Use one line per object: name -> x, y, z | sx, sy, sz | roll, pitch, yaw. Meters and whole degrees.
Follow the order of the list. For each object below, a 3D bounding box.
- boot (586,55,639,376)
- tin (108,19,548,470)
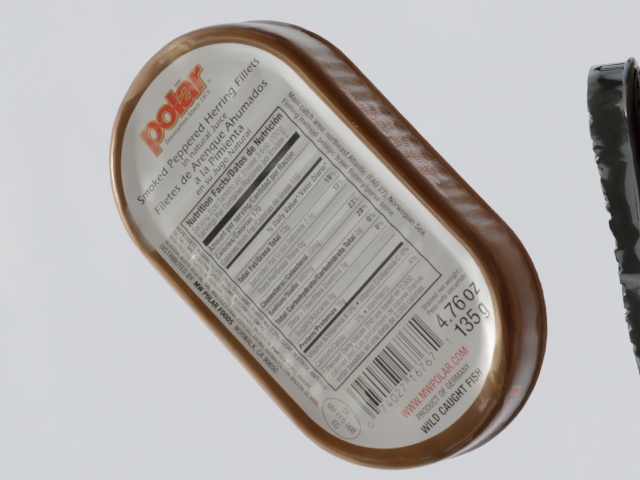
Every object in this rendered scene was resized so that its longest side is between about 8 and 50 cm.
boot -> 0.128, -0.005, 0.519 | 0.045, 0.099, 0.121 | -70, -32, -53
tin -> 0.000, 0.000, 0.727 | 0.190, 0.106, 0.040 | 47, -163, 14
